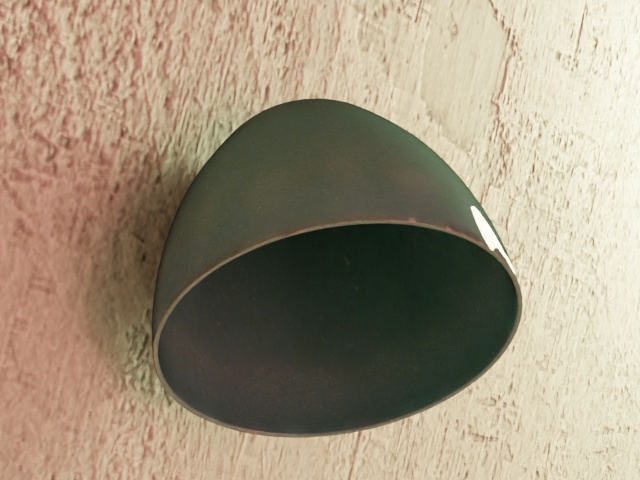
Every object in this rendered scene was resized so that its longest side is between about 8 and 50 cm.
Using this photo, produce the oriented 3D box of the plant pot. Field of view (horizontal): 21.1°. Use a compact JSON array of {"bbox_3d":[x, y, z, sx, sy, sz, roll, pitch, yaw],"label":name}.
[{"bbox_3d":[0.000,0.000,1.390,0.290,0.290,0.195,44,27,-48],"label":"plant pot"}]
